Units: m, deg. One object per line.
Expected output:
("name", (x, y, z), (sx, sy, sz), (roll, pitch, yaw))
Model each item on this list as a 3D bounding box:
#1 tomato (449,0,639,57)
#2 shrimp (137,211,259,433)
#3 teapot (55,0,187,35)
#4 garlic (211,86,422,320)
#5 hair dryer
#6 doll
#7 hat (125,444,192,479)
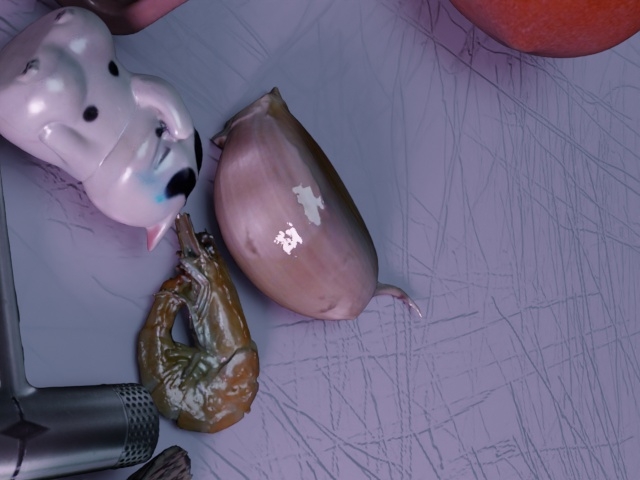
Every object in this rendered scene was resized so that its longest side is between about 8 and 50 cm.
("tomato", (0.255, -0.346, 1.000), (0.321, 0.321, 0.322), (12, 69, -34))
("shrimp", (-0.103, 0.065, 0.761), (0.099, 0.041, 0.180), (-7, 82, -24))
("teapot", (-0.188, -0.307, 0.599), (0.376, 0.361, 0.306), (44, 50, -32))
("garlic", (0.000, 0.005, 0.827), (0.148, 0.128, 0.267), (-40, 112, -26))
("hair dryer", (-0.286, 0.055, 0.606), (0.320, 0.155, 0.284), (-8, 61, -51))
("doll", (-0.161, -0.085, 0.705), (0.180, 0.106, 0.110), (40, 52, -26))
("hat", (-0.177, 0.240, 0.577), (0.128, 0.265, 0.266), (17, 62, 4))
